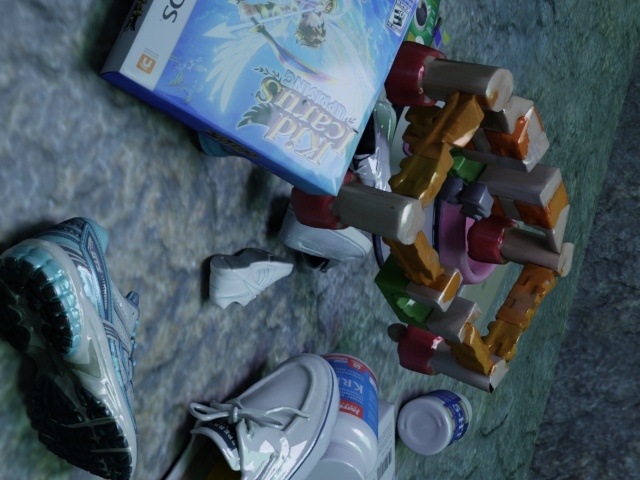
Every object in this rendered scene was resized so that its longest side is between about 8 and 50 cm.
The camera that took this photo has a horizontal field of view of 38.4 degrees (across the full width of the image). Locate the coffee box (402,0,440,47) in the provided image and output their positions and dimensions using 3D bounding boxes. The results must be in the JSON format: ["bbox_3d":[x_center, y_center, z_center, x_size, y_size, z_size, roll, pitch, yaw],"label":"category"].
[{"bbox_3d":[0.146,-0.348,1.466,0.113,0.040,0.184,20,83,-64],"label":"coffee box"}]

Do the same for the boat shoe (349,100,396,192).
[{"bbox_3d":[0.073,-0.122,1.390,0.063,0.066,0.184,7,97,-50],"label":"boat shoe"}]

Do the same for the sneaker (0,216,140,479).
[{"bbox_3d":[-0.208,0.107,0.870,0.122,0.110,0.283,-52,143,-48],"label":"sneaker"}]

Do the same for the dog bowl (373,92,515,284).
[{"bbox_3d":[0.246,-0.102,1.630,0.408,0.150,0.407,-36,133,-52],"label":"dog bowl"}]

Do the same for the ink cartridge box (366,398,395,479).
[{"bbox_3d":[0.028,0.407,1.442,0.201,0.117,0.278,-42,136,-50],"label":"ink cartridge box"}]

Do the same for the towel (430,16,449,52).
[{"bbox_3d":[0.207,-0.345,1.624,0.083,0.009,0.060,-66,150,-25],"label":"towel"}]

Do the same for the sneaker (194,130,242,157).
[{"bbox_3d":[-0.032,-0.140,1.098,0.262,0.125,0.104,-31,127,-56],"label":"sneaker"}]

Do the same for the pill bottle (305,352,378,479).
[{"bbox_3d":[0.020,0.265,1.279,0.221,0.124,0.124,-85,173,-62],"label":"pill bottle"}]

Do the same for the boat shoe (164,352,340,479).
[{"bbox_3d":[-0.108,0.250,1.118,0.367,0.136,0.156,-49,139,-30],"label":"boat shoe"}]

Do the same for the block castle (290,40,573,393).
[{"bbox_3d":[0.160,-0.026,1.269,0.303,0.213,0.453,-55,138,-19],"label":"block castle"}]

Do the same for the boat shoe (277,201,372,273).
[{"bbox_3d":[0.001,0.000,1.293,0.081,0.079,0.227,-58,154,2],"label":"boat shoe"}]

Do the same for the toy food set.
[{"bbox_3d":[0.298,0.079,1.906,0.306,0.092,0.219,-62,151,-14],"label":"toy food set"}]

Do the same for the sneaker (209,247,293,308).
[{"bbox_3d":[-0.090,0.046,1.149,0.152,0.054,0.061,-9,117,-56],"label":"sneaker"}]

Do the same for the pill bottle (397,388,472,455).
[{"bbox_3d":[0.237,0.359,1.848,0.187,0.112,0.112,-2,102,-63],"label":"pill bottle"}]

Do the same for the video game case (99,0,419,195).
[{"bbox_3d":[-0.050,-0.210,0.937,0.270,0.061,0.244,28,82,-31],"label":"video game case"}]
